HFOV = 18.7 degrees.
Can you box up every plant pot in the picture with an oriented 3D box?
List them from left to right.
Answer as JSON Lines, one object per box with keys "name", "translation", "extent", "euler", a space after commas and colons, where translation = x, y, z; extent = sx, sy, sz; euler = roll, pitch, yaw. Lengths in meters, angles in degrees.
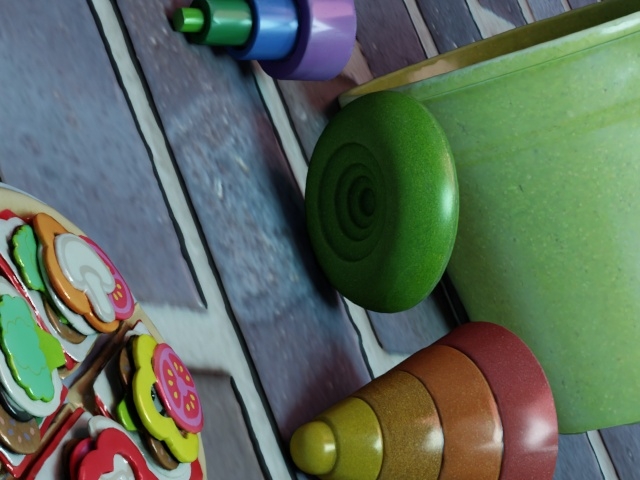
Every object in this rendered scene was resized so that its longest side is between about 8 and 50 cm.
{"name": "plant pot", "translation": [0.179, -0.018, 1.290], "extent": [0.276, 0.276, 0.253], "euler": [-38, 111, -69]}

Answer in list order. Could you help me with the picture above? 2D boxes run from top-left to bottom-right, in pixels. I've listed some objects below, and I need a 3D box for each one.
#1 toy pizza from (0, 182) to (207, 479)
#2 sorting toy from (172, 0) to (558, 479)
{"name": "toy pizza", "translation": [-0.099, 0.061, 0.805], "extent": [0.201, 0.032, 0.201], "euler": [49, 25, -32]}
{"name": "sorting toy", "translation": [0.000, 0.000, 1.065], "extent": [0.126, 0.127, 0.365], "euler": [-2, 59, -35]}
